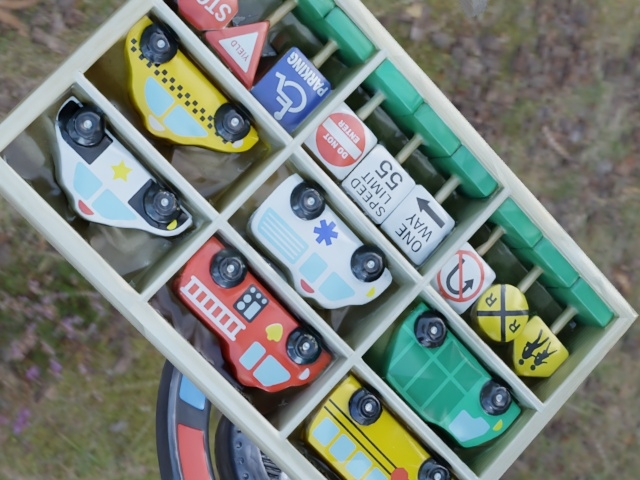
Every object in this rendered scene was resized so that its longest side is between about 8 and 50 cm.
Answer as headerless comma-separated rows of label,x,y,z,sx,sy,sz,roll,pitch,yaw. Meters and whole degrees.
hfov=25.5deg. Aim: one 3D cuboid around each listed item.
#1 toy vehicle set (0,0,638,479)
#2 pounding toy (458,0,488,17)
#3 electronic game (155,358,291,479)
toy vehicle set,0.000,0.000,0.622,0.267,0.035,0.166,46,77,-15
pounding toy,0.144,-0.284,1.109,0.155,0.269,0.154,-27,123,-2
electronic game,-0.038,0.153,1.008,0.229,0.048,0.229,34,48,-47
